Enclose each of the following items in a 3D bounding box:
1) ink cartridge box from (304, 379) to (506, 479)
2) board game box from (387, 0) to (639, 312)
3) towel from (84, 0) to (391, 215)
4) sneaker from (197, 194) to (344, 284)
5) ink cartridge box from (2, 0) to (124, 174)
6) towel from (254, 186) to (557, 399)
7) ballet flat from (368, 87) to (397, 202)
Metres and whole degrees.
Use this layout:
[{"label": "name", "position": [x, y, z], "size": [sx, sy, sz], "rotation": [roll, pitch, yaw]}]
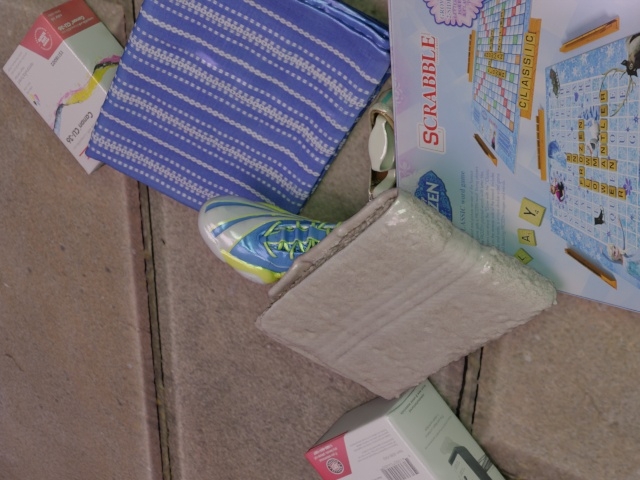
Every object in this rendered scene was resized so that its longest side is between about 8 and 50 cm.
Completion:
[{"label": "ink cartridge box", "position": [0.114, 0.281, 1.268], "size": [0.218, 0.092, 0.158], "rotation": [53, 135, -2]}, {"label": "board game box", "position": [0.212, -0.101, 0.957], "size": [0.318, 0.066, 0.318], "rotation": [15, 127, 28]}, {"label": "towel", "position": [-0.088, -0.138, 1.129], "size": [0.243, 0.040, 0.336], "rotation": [28, 134, -6]}, {"label": "sneaker", "position": [0.000, 0.000, 1.140], "size": [0.240, 0.091, 0.126], "rotation": [26, 140, -14]}, {"label": "ink cartridge box", "position": [-0.254, -0.158, 1.268], "size": [0.198, 0.067, 0.115], "rotation": [50, 134, -2]}, {"label": "towel", "position": [0.071, 0.059, 1.071], "size": [0.187, 0.049, 0.282], "rotation": [29, 143, -18]}, {"label": "ballet flat", "position": [0.064, -0.068, 1.100], "size": [0.057, 0.052, 0.168], "rotation": [15, 126, 30]}]
